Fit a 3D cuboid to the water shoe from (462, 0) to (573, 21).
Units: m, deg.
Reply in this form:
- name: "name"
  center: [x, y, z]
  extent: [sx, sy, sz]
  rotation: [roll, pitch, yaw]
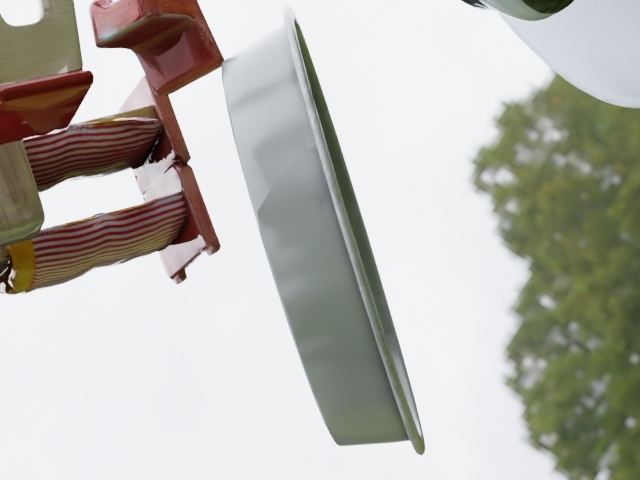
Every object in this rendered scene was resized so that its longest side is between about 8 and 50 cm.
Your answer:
- name: "water shoe"
  center: [0.003, -0.133, 0.582]
  extent: [0.203, 0.080, 0.073]
  rotation: [45, -111, -36]

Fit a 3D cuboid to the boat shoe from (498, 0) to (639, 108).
- name: "boat shoe"
  center: [0.087, -0.183, 0.716]
  extent: [0.102, 0.301, 0.108]
  rotation: [-5, -29, -43]

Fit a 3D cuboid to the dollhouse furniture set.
- name: "dollhouse furniture set"
  center: [-0.167, -0.058, 1.439]
  extent: [0.201, 0.152, 0.374]
  rotation: [-16, -10, -21]

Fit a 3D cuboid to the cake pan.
- name: "cake pan"
  center: [0.000, 0.000, 1.252]
  extent: [0.054, 0.293, 0.293]
  rotation: [-17, -19, 3]
